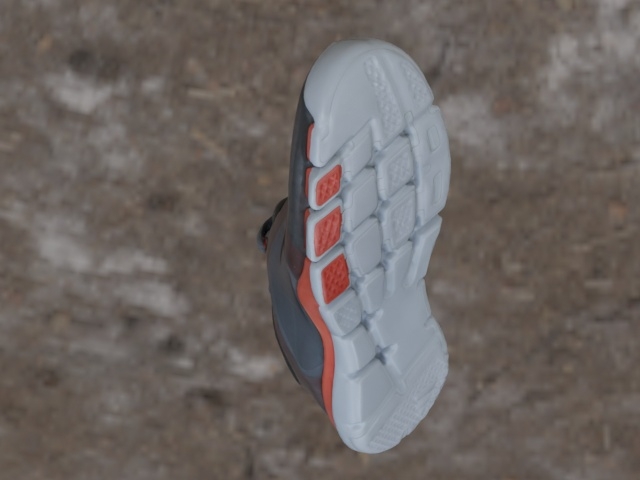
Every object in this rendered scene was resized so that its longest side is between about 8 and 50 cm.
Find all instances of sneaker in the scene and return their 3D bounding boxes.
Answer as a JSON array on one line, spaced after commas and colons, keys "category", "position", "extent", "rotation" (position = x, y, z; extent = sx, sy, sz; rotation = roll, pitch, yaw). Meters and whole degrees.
[{"category": "sneaker", "position": [0.000, 0.000, 0.624], "extent": [0.065, 0.061, 0.158], "rotation": [32, 139, 37]}]
